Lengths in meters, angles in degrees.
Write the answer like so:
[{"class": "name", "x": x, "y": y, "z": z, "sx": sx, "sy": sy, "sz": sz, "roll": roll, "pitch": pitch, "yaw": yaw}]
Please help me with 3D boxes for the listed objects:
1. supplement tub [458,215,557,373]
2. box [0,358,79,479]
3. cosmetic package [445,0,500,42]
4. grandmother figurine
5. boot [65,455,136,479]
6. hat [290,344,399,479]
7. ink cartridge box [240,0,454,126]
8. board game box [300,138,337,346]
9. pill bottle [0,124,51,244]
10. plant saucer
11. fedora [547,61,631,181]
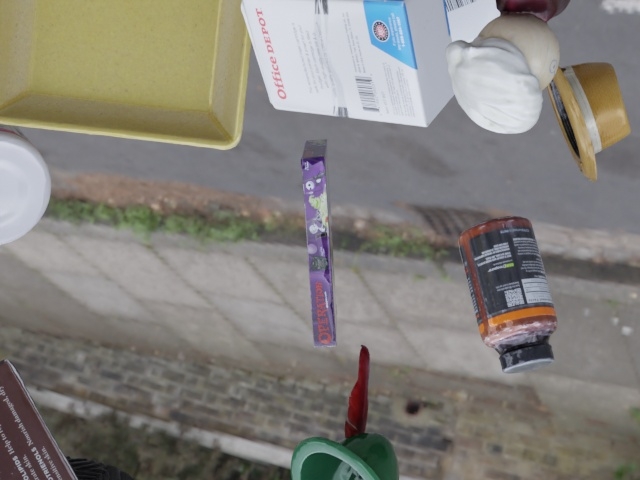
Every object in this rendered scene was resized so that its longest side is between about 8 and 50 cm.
[{"class": "supplement tub", "x": 0.253, "y": 0.074, "z": 1.437, "sx": 0.106, "sy": 0.198, "sz": 0.106, "roll": -10, "pitch": 163, "yaw": -3}, {"class": "box", "x": -0.396, "y": 0.254, "z": 1.142, "sx": 0.167, "sy": 0.203, "sz": 0.168, "roll": 60, "pitch": 149, "yaw": 0}, {"class": "cosmetic package", "x": 0.207, "y": -0.344, "z": 1.445, "sx": 0.224, "sy": 0.225, "sz": 0.138, "roll": -16, "pitch": 103, "yaw": 27}, {"class": "grandmother figurine", "x": 0.185, "y": -0.252, "z": 0.852, "sx": 0.104, "sy": 0.342, "sz": 0.208, "roll": 20, "pitch": -174, "yaw": 30}, {"class": "boot", "x": -0.430, "y": 0.446, "z": 1.529, "sx": 0.348, "sy": 0.260, "sz": 0.131, "roll": 2, "pitch": -161, "yaw": -5}, {"class": "hat", "x": 0.080, "y": 0.276, "z": 1.371, "sx": 0.173, "sy": 0.183, "sz": 0.208, "roll": 6, "pitch": 117, "yaw": 43}, {"class": "ink cartridge box", "x": 0.032, "y": -0.213, "z": 1.159, "sx": 0.203, "sy": 0.086, "sz": 0.148, "roll": 12, "pitch": 135, "yaw": 32}, {"class": "board game box", "x": 0.000, "y": 0.000, "z": 1.984, "sx": 0.056, "sy": 0.346, "sz": 0.208, "roll": -2, "pitch": -167, "yaw": 6}, {"class": "pill bottle", "x": -0.491, "y": -0.115, "z": 1.497, "sx": 0.160, "sy": 0.160, "sz": 0.283, "roll": 33, "pitch": -176, "yaw": -38}, {"class": "plant saucer", "x": -0.251, "y": -0.300, "z": 1.400, "sx": 0.333, "sy": 0.332, "sz": 0.081, "roll": 6, "pitch": -176, "yaw": -3}, {"class": "fedora", "x": 0.339, "y": -0.169, "z": 1.352, "sx": 0.079, "sy": 0.194, "sz": 0.194, "roll": -19, "pitch": 152, "yaw": 9}]
